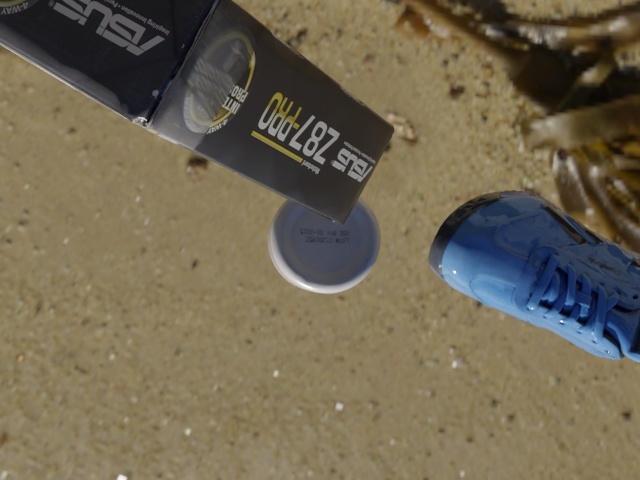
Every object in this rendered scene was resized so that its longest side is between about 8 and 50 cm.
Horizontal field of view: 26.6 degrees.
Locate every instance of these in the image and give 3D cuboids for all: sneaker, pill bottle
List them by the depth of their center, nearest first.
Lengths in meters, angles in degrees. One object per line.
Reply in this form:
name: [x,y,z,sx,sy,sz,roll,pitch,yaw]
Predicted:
sneaker: [0.153,0.028,0.805,0.209,0.082,0.069,19,107,-42]
pill bottle: [0.000,0.000,1.129,0.087,0.160,0.087,0,89,-3]

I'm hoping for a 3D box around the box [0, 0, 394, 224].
box: [-0.170,-0.161,0.921,0.395,0.318,0.097,31,90,21]
